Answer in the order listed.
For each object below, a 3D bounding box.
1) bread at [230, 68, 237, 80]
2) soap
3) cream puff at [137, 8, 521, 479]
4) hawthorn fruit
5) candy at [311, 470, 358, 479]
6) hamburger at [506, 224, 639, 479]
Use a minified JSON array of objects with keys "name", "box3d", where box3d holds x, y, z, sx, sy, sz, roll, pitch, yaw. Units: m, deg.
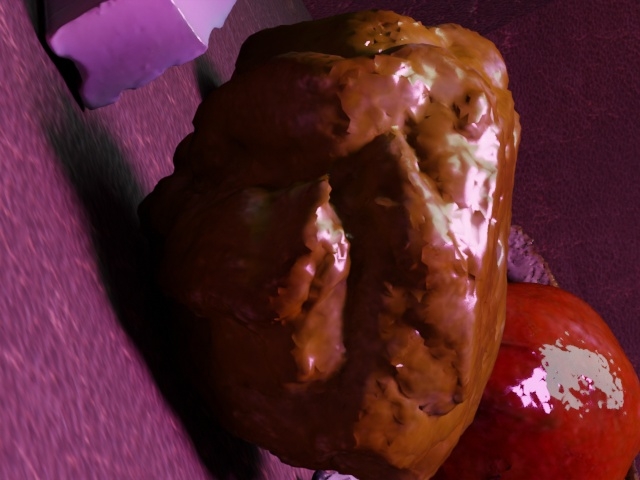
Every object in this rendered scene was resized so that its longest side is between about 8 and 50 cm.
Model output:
[{"name":"bread","box3d":[0.019,-0.057,1.532,0.268,0.146,0.268,-22,90,-83]},{"name":"soap","box3d":[-0.098,-0.141,1.012,0.056,0.100,0.149,61,7,-30]},{"name":"cream puff","box3d":[0.015,0.003,0.921,0.244,0.196,0.244,-166,-90,-72]},{"name":"hawthorn fruit","box3d":[0.131,0.130,1.508,0.261,0.224,0.224,28,29,-40]},{"name":"candy","box3d":[0.049,0.216,1.033,0.094,0.051,0.226,52,13,-52]},{"name":"hamburger","box3d":[0.191,0.163,1.883,0.277,0.195,0.318,63,7,-46]}]
